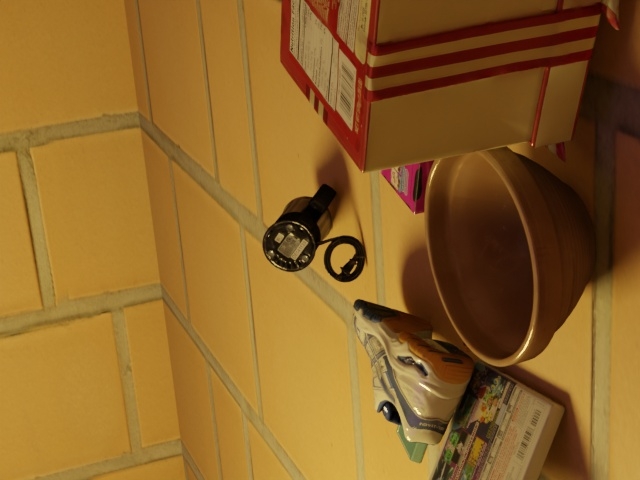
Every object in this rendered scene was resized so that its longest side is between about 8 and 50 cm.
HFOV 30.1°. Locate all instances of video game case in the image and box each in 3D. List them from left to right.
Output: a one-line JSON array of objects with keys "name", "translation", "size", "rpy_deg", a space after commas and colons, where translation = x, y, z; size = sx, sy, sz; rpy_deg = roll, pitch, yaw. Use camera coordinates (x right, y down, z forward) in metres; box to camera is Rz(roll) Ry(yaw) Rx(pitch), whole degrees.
[{"name": "video game case", "translation": [0.198, 0.259, 1.403], "size": [0.183, 0.023, 0.201], "rpy_deg": [27, 98, 66]}]

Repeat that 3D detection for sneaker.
[{"name": "sneaker", "translation": [0.096, 0.168, 1.564], "size": [0.296, 0.112, 0.131], "rpy_deg": [-135, 60, -71]}]

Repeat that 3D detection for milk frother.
[{"name": "milk frother", "translation": [0.000, 0.000, 1.854], "size": [0.143, 0.129, 0.135], "rpy_deg": [52, -159, -8]}]

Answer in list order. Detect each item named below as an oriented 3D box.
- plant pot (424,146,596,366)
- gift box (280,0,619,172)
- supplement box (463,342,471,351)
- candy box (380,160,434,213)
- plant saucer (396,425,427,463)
[{"name": "plant pot", "translation": [0.206, 0.004, 1.233], "size": [0.237, 0.110, 0.237], "rpy_deg": [168, 90, -70]}, {"name": "gift box", "translation": [0.127, -0.208, 1.103], "size": [0.255, 0.258, 0.276], "rpy_deg": [96, 153, -42]}, {"name": "supplement box", "translation": [0.194, 0.090, 1.420], "size": [0.055, 0.043, 0.083], "rpy_deg": [172, 87, -72]}, {"name": "candy box", "translation": [0.102, -0.163, 1.486], "size": [0.233, 0.071, 0.159], "rpy_deg": [-125, 29, -47]}, {"name": "plant saucer", "translation": [0.141, 0.246, 1.706], "size": [0.192, 0.018, 0.067], "rpy_deg": [100, 152, -49]}]
